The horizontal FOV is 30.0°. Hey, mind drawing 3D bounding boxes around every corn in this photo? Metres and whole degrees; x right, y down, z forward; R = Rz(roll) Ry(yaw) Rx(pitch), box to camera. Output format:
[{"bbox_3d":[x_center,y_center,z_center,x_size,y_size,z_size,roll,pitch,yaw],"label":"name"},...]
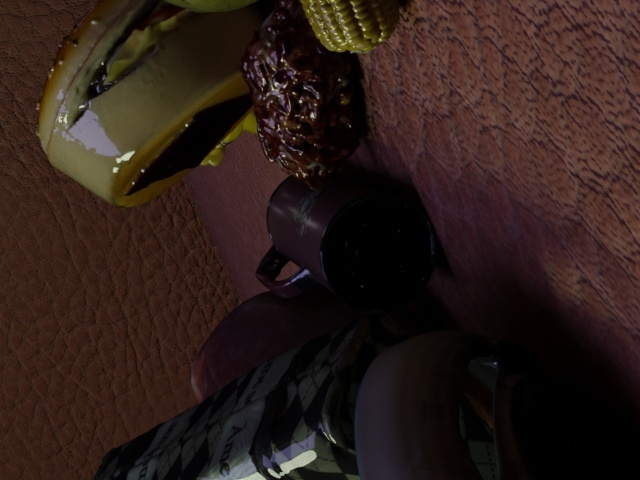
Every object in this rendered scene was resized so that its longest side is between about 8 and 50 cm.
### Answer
[{"bbox_3d":[-0.001,-0.222,0.820,0.203,0.072,0.072,68,170,-26],"label":"corn"}]

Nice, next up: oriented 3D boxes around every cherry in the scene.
[{"bbox_3d":[0.007,0.156,1.260,0.261,0.308,0.221,-11,-64,-72],"label":"cherry"}]

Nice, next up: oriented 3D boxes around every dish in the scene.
[{"bbox_3d":[0.161,0.166,0.838,0.273,0.134,0.273,36,-145,-30],"label":"dish"}]

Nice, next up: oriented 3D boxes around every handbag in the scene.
[{"bbox_3d":[0.005,0.263,1.050,0.317,0.180,0.416,41,135,-15],"label":"handbag"}]

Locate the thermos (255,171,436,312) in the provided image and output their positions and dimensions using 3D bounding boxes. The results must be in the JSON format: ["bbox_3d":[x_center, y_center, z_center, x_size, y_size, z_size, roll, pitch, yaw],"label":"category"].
[{"bbox_3d":[0.008,-0.001,1.228,0.330,0.110,0.136,-147,70,-72],"label":"thermos"}]

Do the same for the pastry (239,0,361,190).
[{"bbox_3d":[-0.017,-0.136,1.095,0.115,0.097,0.208,47,164,24],"label":"pastry"}]

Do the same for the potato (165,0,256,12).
[{"bbox_3d":[-0.097,-0.257,0.947,0.248,0.169,0.143,29,116,57],"label":"potato"}]

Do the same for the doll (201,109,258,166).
[{"bbox_3d":[-0.156,-0.212,1.590,0.200,0.145,0.363,23,156,1],"label":"doll"}]

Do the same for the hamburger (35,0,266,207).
[{"bbox_3d":[-0.177,-0.177,1.290,0.176,0.300,0.300,46,170,3],"label":"hamburger"}]
